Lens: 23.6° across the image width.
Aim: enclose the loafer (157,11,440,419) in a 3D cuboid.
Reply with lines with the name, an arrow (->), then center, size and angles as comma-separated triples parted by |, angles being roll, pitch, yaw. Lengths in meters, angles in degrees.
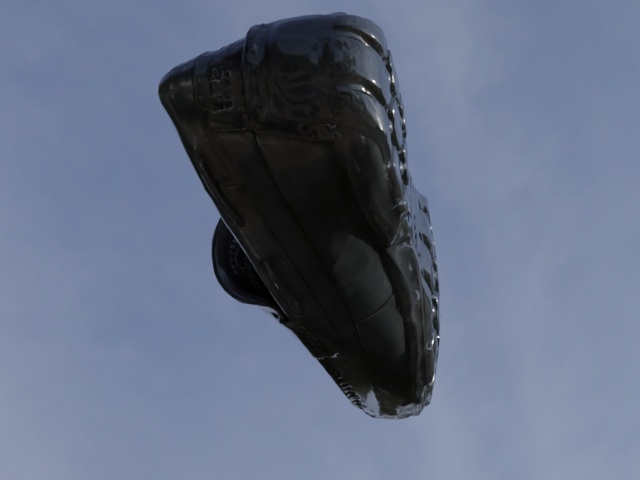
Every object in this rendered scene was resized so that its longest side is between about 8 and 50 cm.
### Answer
loafer -> 0.000, 0.000, 0.562 | 0.078, 0.076, 0.223 | -5, -33, 10
